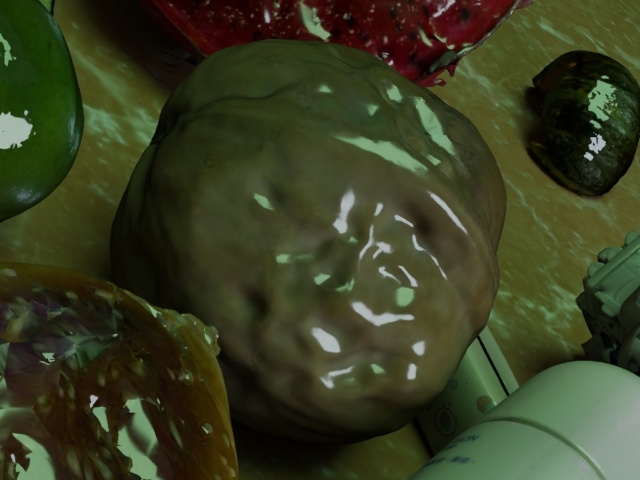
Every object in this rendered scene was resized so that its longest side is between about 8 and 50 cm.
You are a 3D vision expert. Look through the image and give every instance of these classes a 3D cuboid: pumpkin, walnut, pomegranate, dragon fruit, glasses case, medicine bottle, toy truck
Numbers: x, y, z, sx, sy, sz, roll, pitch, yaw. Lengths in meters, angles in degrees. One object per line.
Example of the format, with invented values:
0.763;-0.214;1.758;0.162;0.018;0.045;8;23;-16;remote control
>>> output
0.287;-0.138;1.479;0.119;0.107;0.183;32;35;-20;pumpkin
0.000;-0.002;0.925;0.273;0.227;0.273;31;32;-22;walnut
-0.230;-0.053;0.835;0.187;0.187;0.225;2;76;-43;pomegranate
0.008;-0.292;1.210;0.371;0.386;0.249;64;-4;-4;dragon fruit
0.104;0.111;1.023;0.051;0.081;0.204;6;44;-37;glasses case
0.098;0.185;0.819;0.130;0.130;0.341;47;47;12;medicine bottle
0.287;0.080;1.113;0.177;0.161;0.213;47;-10;30;toy truck

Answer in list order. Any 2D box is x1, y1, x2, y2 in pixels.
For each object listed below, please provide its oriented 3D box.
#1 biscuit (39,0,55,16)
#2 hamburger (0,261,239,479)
-0.316;-0.203;1.019;0.252;0.052;0.150;19;42;-25;biscuit
-0.147;0.129;0.712;0.243;0.146;0.286;51;33;5;hamburger
